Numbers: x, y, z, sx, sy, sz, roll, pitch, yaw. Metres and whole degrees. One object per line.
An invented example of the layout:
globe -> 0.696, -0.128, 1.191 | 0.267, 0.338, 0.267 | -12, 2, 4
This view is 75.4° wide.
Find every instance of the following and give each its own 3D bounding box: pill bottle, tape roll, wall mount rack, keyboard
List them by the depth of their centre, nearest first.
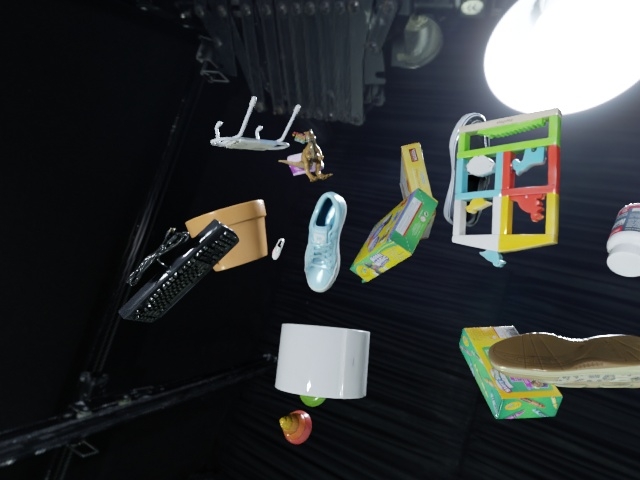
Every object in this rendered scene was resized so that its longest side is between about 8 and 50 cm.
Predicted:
keyboard -> -0.340, 0.071, 0.964 | 0.317, 0.033, 0.201 | -44, -29, 2
pill bottle -> 0.785, 0.000, 1.034 | 0.180, 0.108, 0.108 | -48, -37, -29
tape roll -> 0.007, 0.319, 1.120 | 0.246, 0.246, 0.169 | 32, -120, -62
wall mount rack -> -0.250, -0.444, 1.635 | 0.350, 0.304, 0.130 | -7, -89, -42

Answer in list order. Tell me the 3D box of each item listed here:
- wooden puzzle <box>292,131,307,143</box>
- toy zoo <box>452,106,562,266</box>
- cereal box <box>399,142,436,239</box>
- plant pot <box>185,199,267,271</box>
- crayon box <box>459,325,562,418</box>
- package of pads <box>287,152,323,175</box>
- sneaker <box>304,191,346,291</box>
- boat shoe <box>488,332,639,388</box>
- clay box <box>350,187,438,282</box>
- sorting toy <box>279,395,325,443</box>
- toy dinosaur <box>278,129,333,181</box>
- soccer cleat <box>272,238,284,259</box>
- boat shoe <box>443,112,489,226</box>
wooden puzzle -> -0.099, -0.505, 2.037 | 0.006, 0.083, 0.049 | 128, 157, -61
toy zoo -> 0.357, -0.094, 0.808 | 0.030, 0.192, 0.293 | 10, -98, -45
cereal box -> 0.233, -0.108, 1.013 | 0.240, 0.047, 0.173 | 54, -155, -73
plant pot -> -0.320, -0.012, 1.522 | 0.291, 0.291, 0.203 | -22, -86, -58
crayon box -> 0.534, 0.370, 1.196 | 0.278, 0.165, 0.081 | -97, 6, -60
package of pads -> -0.038, -0.197, 1.048 | 0.032, 0.083, 0.050 | -72, -34, -45
sneaker -> 0.000, 0.000, 1.478 | 0.150, 0.135, 0.365 | 26, -109, -69
boat shoe -> 0.472, 0.241, 0.785 | 0.104, 0.285, 0.089 | -63, -35, -56
clay box -> 0.131, 0.000, 0.813 | 0.127, 0.053, 0.222 | -57, 5, -26
sorting toy -> -0.060, 0.583, 1.590 | 0.126, 0.127, 0.365 | 49, -119, -47
toy dinosaur -> -0.027, -0.187, 0.957 | 0.064, 0.112, 0.211 | -25, -5, -21
soccer cleat -> -0.157, 0.031, 1.526 | 0.035, 0.029, 0.083 | -108, 42, -85
boat shoe -> 0.394, -0.184, 1.081 | 0.102, 0.108, 0.301 | -144, 63, -79
